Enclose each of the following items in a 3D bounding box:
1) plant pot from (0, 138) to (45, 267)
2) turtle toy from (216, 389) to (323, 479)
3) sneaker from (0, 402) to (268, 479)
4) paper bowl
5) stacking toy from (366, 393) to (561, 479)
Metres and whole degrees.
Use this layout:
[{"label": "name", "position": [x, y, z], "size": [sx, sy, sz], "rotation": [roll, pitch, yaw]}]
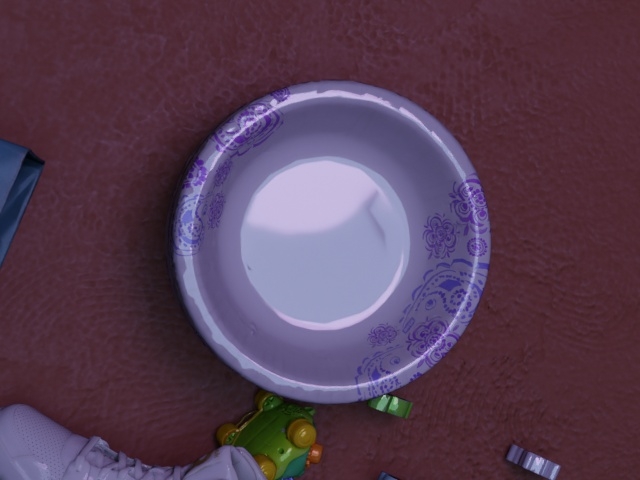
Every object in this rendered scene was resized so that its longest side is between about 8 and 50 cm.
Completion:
[{"label": "plant pot", "position": [-0.381, -0.042, 1.358], "size": [0.234, 0.165, 0.165], "rotation": [23, 87, -4]}, {"label": "turtle toy", "position": [-0.051, 0.203, 1.473], "size": [0.130, 0.095, 0.066], "rotation": [-42, 123, -7]}, {"label": "sneaker", "position": [-0.147, 0.211, 1.401], "size": [0.292, 0.108, 0.169], "rotation": [41, 113, -6]}, {"label": "paper bowl", "position": [0.000, 0.000, 1.441], "size": [0.284, 0.148, 0.284], "rotation": [-1, 93, -12]}, {"label": "stacking toy", "position": [0.108, 0.251, 1.502], "size": [0.221, 0.052, 0.167], "rotation": [25, 86, -23]}]
